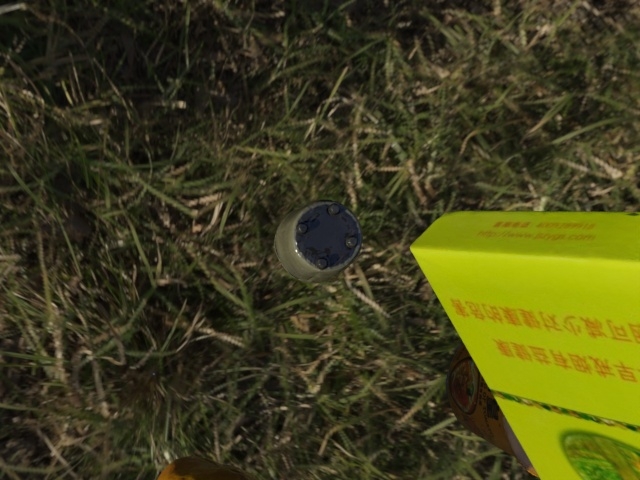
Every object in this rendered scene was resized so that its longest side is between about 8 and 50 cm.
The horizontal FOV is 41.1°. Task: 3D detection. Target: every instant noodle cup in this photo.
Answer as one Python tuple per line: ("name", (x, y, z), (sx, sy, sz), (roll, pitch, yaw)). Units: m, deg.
("instant noodle cup", (0.293, 0.213, 1.213), (0.215, 0.172, 0.216), (-1, 92, -27))

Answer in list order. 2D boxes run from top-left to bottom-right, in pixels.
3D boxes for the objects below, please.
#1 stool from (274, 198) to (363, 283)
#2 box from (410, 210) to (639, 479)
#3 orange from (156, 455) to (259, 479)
("stool", (0.000, 0.000, 0.973), (0.096, 0.110, 0.096), (1, 84, -9))
("box", (0.199, 0.127, 0.518), (0.047, 0.187, 0.335), (-42, 114, -26))
("orange", (-0.130, 0.357, 0.958), (0.183, 0.249, 0.249), (-16, 85, -7))
